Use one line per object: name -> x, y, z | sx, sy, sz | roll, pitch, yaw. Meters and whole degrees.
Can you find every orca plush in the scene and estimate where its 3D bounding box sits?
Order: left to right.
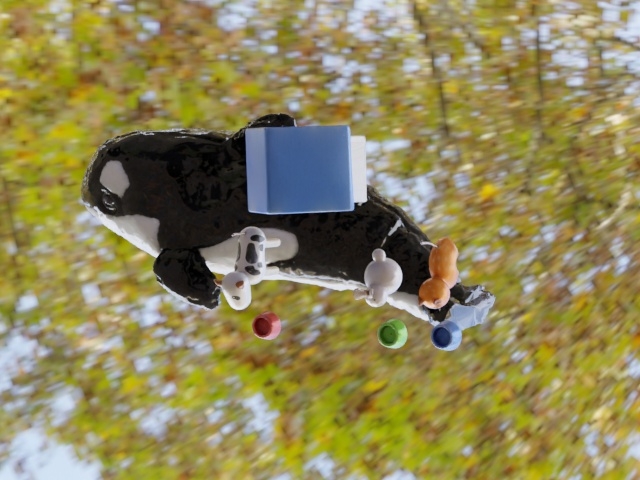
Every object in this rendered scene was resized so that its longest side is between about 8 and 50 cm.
orca plush -> -0.028, -0.025, 1.269 | 0.287, 0.151, 0.102 | 30, -43, 31

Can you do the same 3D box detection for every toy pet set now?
toy pet set -> 0.000, 0.000, 0.993 | 0.122, 0.065, 0.114 | 0, -86, 31
